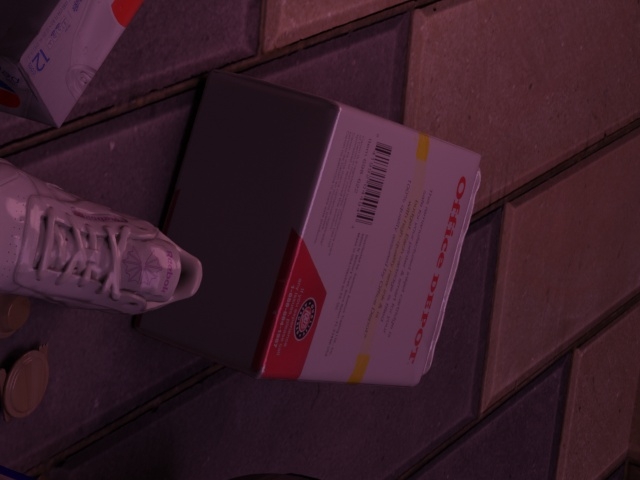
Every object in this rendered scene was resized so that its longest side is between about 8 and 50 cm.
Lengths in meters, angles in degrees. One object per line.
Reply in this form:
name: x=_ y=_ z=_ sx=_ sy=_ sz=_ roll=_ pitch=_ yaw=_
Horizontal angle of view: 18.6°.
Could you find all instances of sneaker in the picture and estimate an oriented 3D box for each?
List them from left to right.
sneaker: x=-0.209 y=-0.001 z=1.663 sx=0.305 sy=0.152 sz=0.114 roll=18 pitch=80 yaw=-64

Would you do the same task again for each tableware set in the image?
tableware set: x=-0.293 y=0.113 z=1.716 sx=0.168 sy=0.020 sz=0.141 roll=-38 pitch=137 yaw=-49

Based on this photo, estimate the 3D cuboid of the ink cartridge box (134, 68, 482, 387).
ink cartridge box: x=0.000 y=0.000 z=2.048 sx=0.384 sy=0.160 sz=0.279 roll=14 pitch=93 yaw=-63

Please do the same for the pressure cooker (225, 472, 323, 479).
pressure cooker: x=-0.111 y=0.425 z=1.848 sx=0.420 sy=0.370 sz=0.375 roll=-15 pitch=113 yaw=-63

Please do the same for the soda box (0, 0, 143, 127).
soda box: x=-0.198 y=-0.236 z=1.620 sx=0.286 sy=0.098 sz=0.091 roll=-61 pitch=150 yaw=-25

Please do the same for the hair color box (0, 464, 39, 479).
hair color box: x=-0.348 y=0.358 z=1.647 sx=0.185 sy=0.110 sz=0.339 roll=15 pitch=90 yaw=-62
